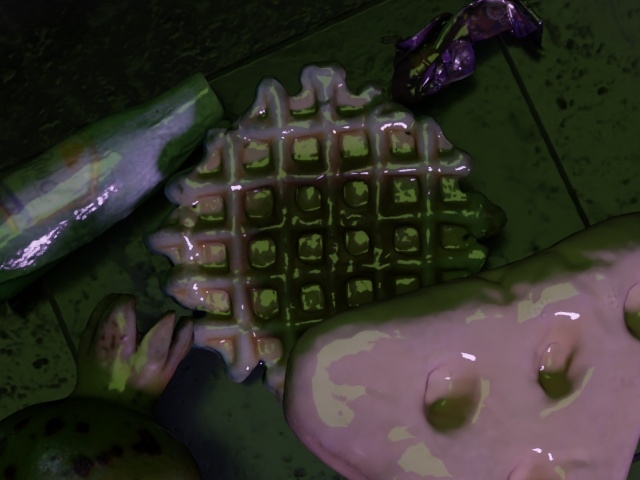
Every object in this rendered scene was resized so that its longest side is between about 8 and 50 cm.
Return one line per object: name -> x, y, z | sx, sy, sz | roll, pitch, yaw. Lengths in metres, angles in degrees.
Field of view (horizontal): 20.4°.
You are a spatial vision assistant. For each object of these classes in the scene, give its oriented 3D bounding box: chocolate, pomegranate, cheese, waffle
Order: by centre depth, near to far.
pomegranate -> -0.189, 0.208, 1.565 | 0.242, 0.242, 0.306 | 30, 100, 9
cheese -> 0.145, 0.100, 1.570 | 0.328, 0.129, 0.351 | 22, 89, -10
waffle -> 0.000, 0.000, 1.645 | 0.292, 0.056, 0.309 | 38, 101, 1
chocolate -> -0.219, -0.057, 1.689 | 0.291, 0.110, 0.110 | -35, 80, -1

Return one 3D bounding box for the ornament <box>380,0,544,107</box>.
ornament -> 0.103, -0.177, 1.673 | 0.203, 0.088, 0.081 | -32, 79, 3
